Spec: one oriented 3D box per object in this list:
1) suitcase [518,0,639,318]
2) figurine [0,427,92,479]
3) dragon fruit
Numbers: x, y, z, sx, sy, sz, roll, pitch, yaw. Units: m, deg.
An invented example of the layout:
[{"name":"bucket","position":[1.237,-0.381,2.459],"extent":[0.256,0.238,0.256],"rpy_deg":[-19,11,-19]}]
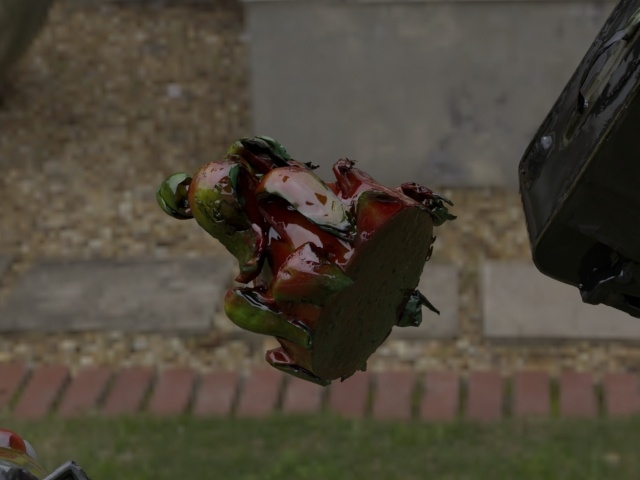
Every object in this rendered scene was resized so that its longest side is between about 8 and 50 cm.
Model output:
[{"name":"suitcase","position":[0.363,-0.119,1.665],"extent":[0.283,0.434,0.194],"rpy_deg":[19,33,-15]},{"name":"figurine","position":[-0.295,0.249,1.655],"extent":[0.342,0.167,0.285],"rpy_deg":[34,-13,-1]},{"name":"dragon fruit","position":[0.000,0.000,1.014],"extent":[0.138,0.175,0.142],"rpy_deg":[-56,7,-28]}]
